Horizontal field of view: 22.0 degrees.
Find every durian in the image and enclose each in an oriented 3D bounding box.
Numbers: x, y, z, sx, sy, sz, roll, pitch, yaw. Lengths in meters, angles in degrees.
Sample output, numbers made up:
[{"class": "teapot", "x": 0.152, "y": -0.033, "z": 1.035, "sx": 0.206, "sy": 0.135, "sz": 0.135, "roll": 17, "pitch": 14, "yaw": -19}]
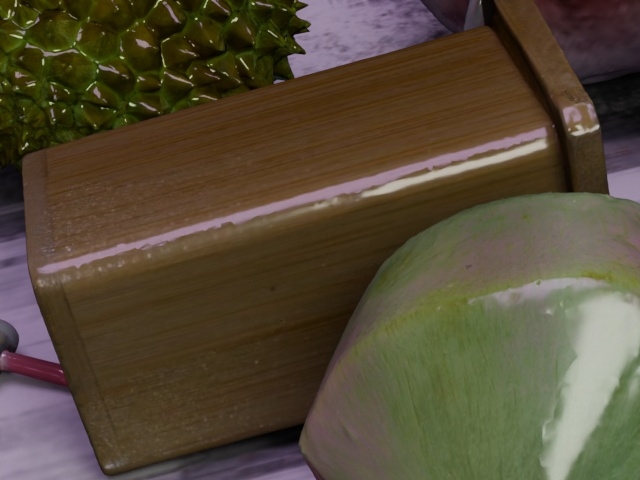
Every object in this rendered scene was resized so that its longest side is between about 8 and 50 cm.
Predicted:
[{"class": "durian", "x": -0.154, "y": -0.155, "z": 1.157, "sx": 0.291, "sy": 0.225, "sz": 0.291, "roll": -11, "pitch": 36, "yaw": 8}]

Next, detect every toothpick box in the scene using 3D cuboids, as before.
[{"class": "toothpick box", "x": 0.000, "y": 0.000, "z": 0.940, "sx": 0.308, "sy": 0.188, "sz": 0.190, "roll": -15, "pitch": 35, "yaw": -2}]

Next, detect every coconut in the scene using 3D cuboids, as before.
[{"class": "coconut", "x": 0.108, "y": 0.086, "z": 0.760, "sx": 0.204, "sy": 0.236, "sz": 0.236, "roll": -48, "pitch": 20, "yaw": 24}]

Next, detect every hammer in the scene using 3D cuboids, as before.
[{"class": "hammer", "x": -0.183, "y": 0.075, "z": 1.005, "sx": 0.083, "sy": 0.031, "sz": 0.052, "roll": 11, "pitch": 42, "yaw": 19}]

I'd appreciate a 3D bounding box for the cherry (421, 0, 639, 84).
[{"class": "cherry", "x": 0.206, "y": -0.262, "z": 1.195, "sx": 0.326, "sy": 0.291, "sz": 0.335, "roll": -6, "pitch": 15, "yaw": 23}]
